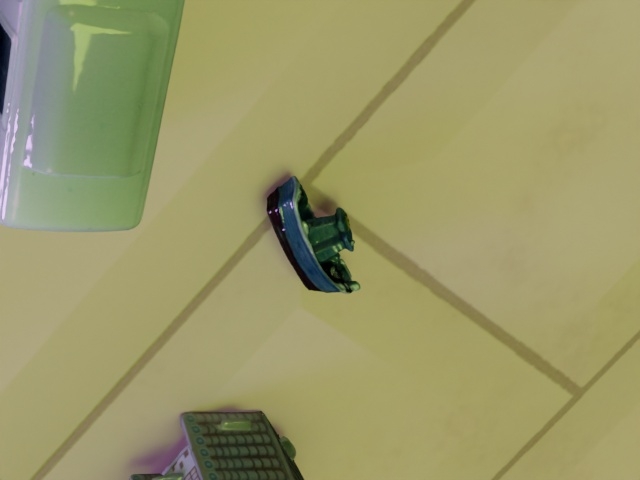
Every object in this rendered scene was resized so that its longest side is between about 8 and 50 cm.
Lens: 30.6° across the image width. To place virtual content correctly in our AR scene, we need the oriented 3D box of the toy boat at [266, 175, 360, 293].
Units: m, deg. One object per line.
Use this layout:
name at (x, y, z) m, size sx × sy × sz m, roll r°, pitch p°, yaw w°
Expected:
toy boat at (0.000, 0.000, 1.055) m, size 0.060 × 0.060 × 0.137 m, roll -16°, pitch 126°, yaw 11°

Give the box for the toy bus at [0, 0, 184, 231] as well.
toy bus at (-0.168, -0.145, 0.808) m, size 0.133 × 0.165 × 0.271 m, roll 1°, pitch 121°, yaw -26°

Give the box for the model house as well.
model house at (-0.091, 0.310, 1.121) m, size 0.198 × 0.224 × 0.215 m, roll 34°, pitch 106°, yaw -36°
